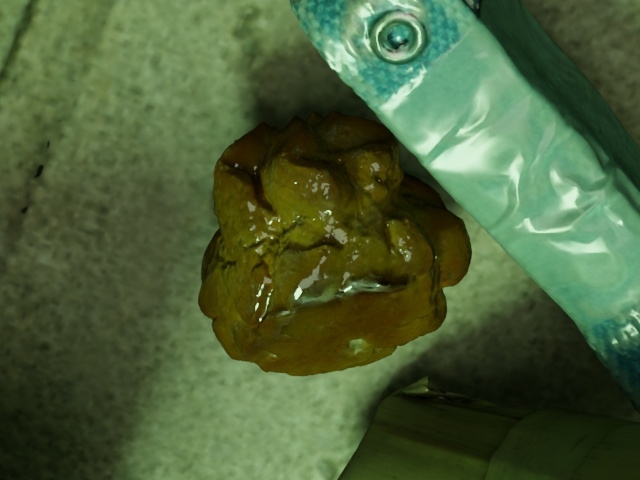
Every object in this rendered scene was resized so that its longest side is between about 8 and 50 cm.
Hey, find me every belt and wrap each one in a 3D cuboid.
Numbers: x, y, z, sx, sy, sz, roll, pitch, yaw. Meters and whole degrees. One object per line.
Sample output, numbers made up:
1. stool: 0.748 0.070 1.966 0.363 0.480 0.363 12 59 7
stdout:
1. belt: 0.098 -0.027 0.705 0.072 0.087 0.302 -33 113 25

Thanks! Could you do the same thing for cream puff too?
1. cream puff: 0.000 0.000 0.706 0.116 0.094 0.122 -27 152 12

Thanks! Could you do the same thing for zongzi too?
1. zongzi: 0.149 0.176 0.740 0.115 0.228 0.256 -49 118 -24
